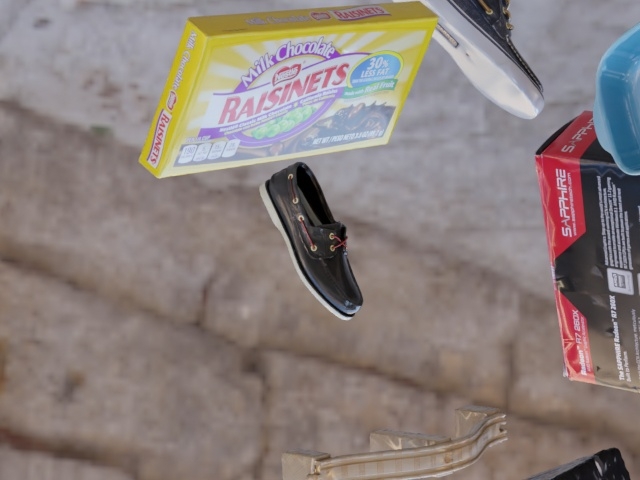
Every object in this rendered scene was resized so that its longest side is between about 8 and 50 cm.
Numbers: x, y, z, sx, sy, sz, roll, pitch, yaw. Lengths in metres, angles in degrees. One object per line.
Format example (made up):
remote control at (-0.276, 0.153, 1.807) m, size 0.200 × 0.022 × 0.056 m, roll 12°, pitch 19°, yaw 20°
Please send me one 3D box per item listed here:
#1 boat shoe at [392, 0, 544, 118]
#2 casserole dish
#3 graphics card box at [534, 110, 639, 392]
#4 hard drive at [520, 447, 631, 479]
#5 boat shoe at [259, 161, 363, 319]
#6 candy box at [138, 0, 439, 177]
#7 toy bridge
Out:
boat shoe at (0.150, -0.198, 1.617) m, size 0.183 × 0.083 × 0.065 m, roll 45°, pitch 161°, yaw -4°
casserole dish at (0.275, -0.121, 1.331) m, size 0.037 × 0.114 × 0.188 m, roll 3°, pitch 155°, yaw -34°
graphics card box at (0.367, 0.030, 1.455) m, size 0.371 × 0.094 × 0.232 m, roll 10°, pitch 124°, yaw 35°
hard drive at (0.131, 0.236, 0.893) m, size 0.064 × 0.237 × 0.339 m, roll -23°, pitch 172°, yaw 18°
boat shoe at (-0.001, 0.000, 1.438) m, size 0.042 × 0.133 × 0.049 m, roll -33°, pitch 167°, yaw 27°
candy box at (-0.017, -0.098, 1.150) m, size 0.206 × 0.027 × 0.105 m, roll -12°, pitch 132°, yaw -43°
toy bridge at (0.059, 0.135, 1.155) m, size 0.063 × 0.026 × 0.188 m, roll 2°, pitch -173°, yaw 44°
